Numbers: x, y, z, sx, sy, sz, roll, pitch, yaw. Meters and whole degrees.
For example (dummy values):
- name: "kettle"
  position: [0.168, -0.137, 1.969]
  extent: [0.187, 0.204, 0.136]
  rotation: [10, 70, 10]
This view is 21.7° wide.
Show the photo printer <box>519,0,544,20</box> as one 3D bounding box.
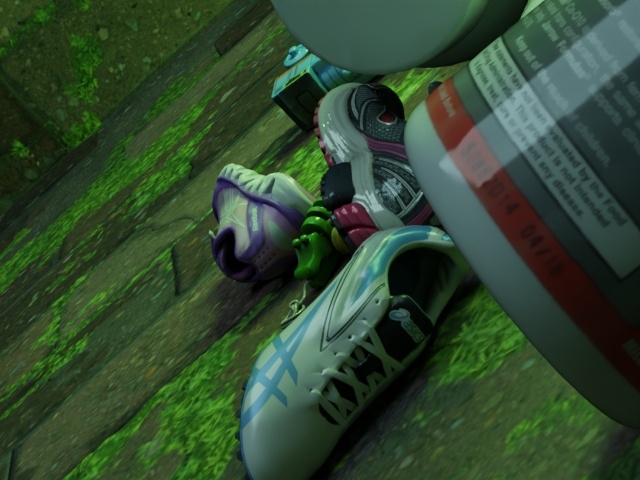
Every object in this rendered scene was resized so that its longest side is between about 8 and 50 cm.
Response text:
- name: "photo printer"
  position: [0.259, -0.179, 1.223]
  extent: [0.256, 0.107, 0.307]
  rotation: [-30, 20, 35]

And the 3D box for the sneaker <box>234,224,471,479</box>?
- name: "sneaker"
  position: [0.023, 0.078, 1.168]
  extent: [0.086, 0.085, 0.237]
  rotation: [-8, 40, 54]

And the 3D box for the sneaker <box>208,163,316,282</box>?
- name: "sneaker"
  position: [-0.071, -0.009, 1.655]
  extent: [0.104, 0.095, 0.236]
  rotation: [-53, 17, -9]

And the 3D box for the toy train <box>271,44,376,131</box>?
- name: "toy train"
  position: [0.024, -0.215, 2.017]
  extent: [0.184, 0.080, 0.105]
  rotation: [-33, 26, 24]

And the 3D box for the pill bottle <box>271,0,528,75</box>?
- name: "pill bottle"
  position: [0.116, -0.278, 1.478]
  extent: [0.224, 0.224, 0.392]
  rotation: [-34, 1, 31]

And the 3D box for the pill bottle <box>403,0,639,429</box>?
- name: "pill bottle"
  position: [0.238, -0.089, 0.820]
  extent: [0.363, 0.210, 0.210]
  rotation: [-39, 15, 13]

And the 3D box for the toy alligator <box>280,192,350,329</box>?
- name: "toy alligator"
  position: [0.000, 0.000, 1.504]
  extent: [0.056, 0.051, 0.189]
  rotation: [-26, 22, 50]

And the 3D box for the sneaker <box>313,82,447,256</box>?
- name: "sneaker"
  position: [0.069, -0.058, 1.397]
  extent: [0.112, 0.121, 0.299]
  rotation: [-25, 25, 8]

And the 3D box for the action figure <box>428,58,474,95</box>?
- name: "action figure"
  position: [0.152, -0.112, 1.422]
  extent: [0.137, 0.063, 0.232]
  rotation: [-39, 18, 1]
